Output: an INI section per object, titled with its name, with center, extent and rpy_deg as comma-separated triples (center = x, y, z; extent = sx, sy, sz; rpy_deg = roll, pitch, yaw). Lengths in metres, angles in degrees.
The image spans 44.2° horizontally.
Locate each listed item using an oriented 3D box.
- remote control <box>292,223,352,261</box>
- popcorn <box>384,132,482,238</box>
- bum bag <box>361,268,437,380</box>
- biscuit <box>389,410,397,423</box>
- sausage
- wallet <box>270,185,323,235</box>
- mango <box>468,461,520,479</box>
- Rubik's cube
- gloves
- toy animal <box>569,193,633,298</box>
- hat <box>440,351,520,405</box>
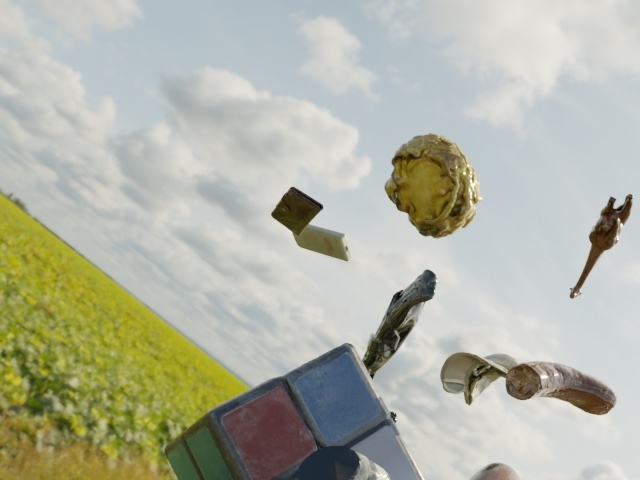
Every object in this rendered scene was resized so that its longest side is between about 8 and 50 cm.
[remote control]
center = 0.000, 0.000, 2.156
extent = 0.190, 0.029, 0.087
rpy_deg = 15, -43, 38
[popcorn]
center = 0.264, -0.133, 1.876
extent = 0.250, 0.190, 0.250
rpy_deg = 29, -54, 51
[bum bag]
center = 0.161, 0.191, 1.741
extent = 0.080, 0.326, 0.142
rpy_deg = 34, 24, 7
[biscuit]
center = 0.144, 0.437, 1.944
extent = 0.087, 0.089, 0.027
rpy_deg = 77, 5, -45
[sausage]
center = 0.490, 0.299, 1.618
extent = 0.302, 0.076, 0.102
rpy_deg = 16, 31, -35
[wallet]
center = -0.060, -0.068, 1.882
extent = 0.095, 0.026, 0.176
rpy_deg = 35, -26, -6
[mango]
center = 0.350, 0.538, 1.625
extent = 0.129, 0.146, 0.289
rpy_deg = 16, 21, 19
[Rubik's cube]
center = -0.053, 0.411, 1.420
extent = 0.316, 0.313, 0.318
rpy_deg = 61, -33, 11
[gloves]
center = 0.045, 0.396, 1.123
extent = 0.132, 0.140, 0.218
rpy_deg = 5, -47, 30
[toy animal]
center = 0.652, 0.013, 1.847
extent = 0.066, 0.224, 0.229
rpy_deg = 28, -25, 19
[hat]
center = 0.456, 0.364, 2.261
extent = 0.226, 0.164, 0.220
rpy_deg = 44, -51, -16
